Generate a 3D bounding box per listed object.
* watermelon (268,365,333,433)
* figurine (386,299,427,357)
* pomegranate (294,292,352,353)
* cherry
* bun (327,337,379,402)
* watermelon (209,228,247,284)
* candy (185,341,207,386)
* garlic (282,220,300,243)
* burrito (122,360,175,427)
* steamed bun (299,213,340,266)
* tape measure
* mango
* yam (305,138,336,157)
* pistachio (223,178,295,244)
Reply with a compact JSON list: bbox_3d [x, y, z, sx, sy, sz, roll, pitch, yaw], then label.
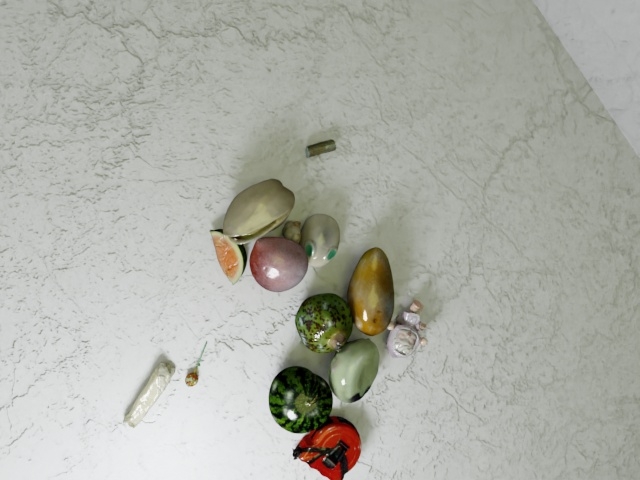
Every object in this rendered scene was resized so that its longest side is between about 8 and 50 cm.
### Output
[{"bbox_3d":[-0.086,0.644,1.750,0.268,0.269,0.269,0,91,-16],"label":"watermelon"},{"bbox_3d":[0.389,0.403,1.944,0.200,0.133,0.276,27,79,-2],"label":"figurine"},{"bbox_3d":[0.022,0.349,1.775,0.254,0.270,0.254,-19,133,-21],"label":"pomegranate"},{"bbox_3d":[-0.172,0.095,1.715,0.239,0.239,0.206,-11,72,-15],"label":"cherry"},{"bbox_3d":[0.123,0.537,1.836,0.283,0.179,0.284,-28,126,-47],"label":"bun"},{"bbox_3d":[-0.367,0.056,1.764,0.119,0.063,0.245,-20,102,4],"label":"watermelon"},{"bbox_3d":[-0.495,0.500,1.746,0.055,0.049,0.185,31,75,-44],"label":"candy"},{"bbox_3d":[-0.122,-0.031,1.809,0.074,0.113,0.094,11,122,-35],"label":"garlic"},{"bbox_3d":[-0.672,0.603,1.682,0.082,0.059,0.275,39,81,-28],"label":"burrito"},{"bbox_3d":[0.000,0.000,1.824,0.177,0.130,0.228,18,84,-16],"label":"steamed bun"},{"bbox_3d":[0.047,0.889,1.861,0.253,0.114,0.260,42,80,-13],"label":"tape measure"},{"bbox_3d":[0.217,0.217,1.845,0.221,0.198,0.385,-9,103,-49],"label":"mango"},{"bbox_3d":[-0.001,-0.396,1.858,0.132,0.054,0.054,-19,96,-14],"label":"yam"},{"bbox_3d":[-0.247,-0.110,1.714,0.331,0.226,0.208,-36,141,-21],"label":"pistachio"}]
